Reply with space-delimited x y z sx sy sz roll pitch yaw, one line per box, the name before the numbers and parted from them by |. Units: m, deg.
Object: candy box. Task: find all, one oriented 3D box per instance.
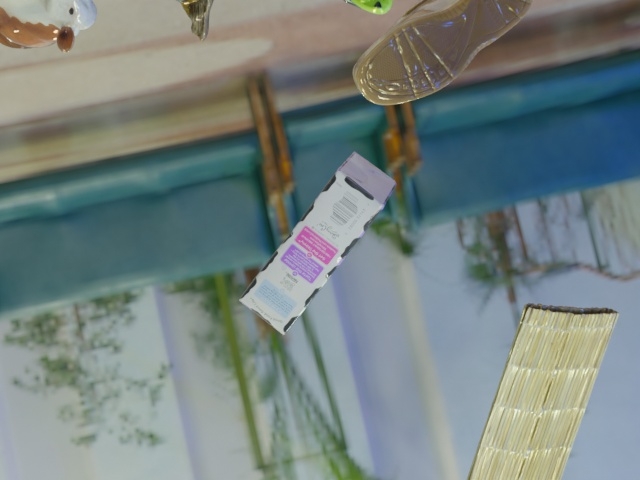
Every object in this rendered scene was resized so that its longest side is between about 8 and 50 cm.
candy box | 0.000 0.000 1.619 0.196 0.070 0.165 -53 180 13

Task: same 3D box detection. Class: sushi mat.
sushi mat | 0.308 0.234 1.921 0.151 0.316 0.019 6 -158 -24

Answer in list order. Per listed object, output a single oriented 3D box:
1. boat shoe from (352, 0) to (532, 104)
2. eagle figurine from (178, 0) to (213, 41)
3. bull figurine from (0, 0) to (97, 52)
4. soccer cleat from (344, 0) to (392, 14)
boat shoe | 0.092 -0.163 1.089 0.170 0.063 0.059 -33 -158 -16
eagle figurine | -0.239 -0.328 1.459 0.298 0.226 0.225 20 119 -19
bull figurine | -0.385 -0.297 1.689 0.188 0.101 0.310 22 177 -18
soccer cleat | 0.023 -0.381 1.975 0.179 0.060 0.072 32 174 -7
